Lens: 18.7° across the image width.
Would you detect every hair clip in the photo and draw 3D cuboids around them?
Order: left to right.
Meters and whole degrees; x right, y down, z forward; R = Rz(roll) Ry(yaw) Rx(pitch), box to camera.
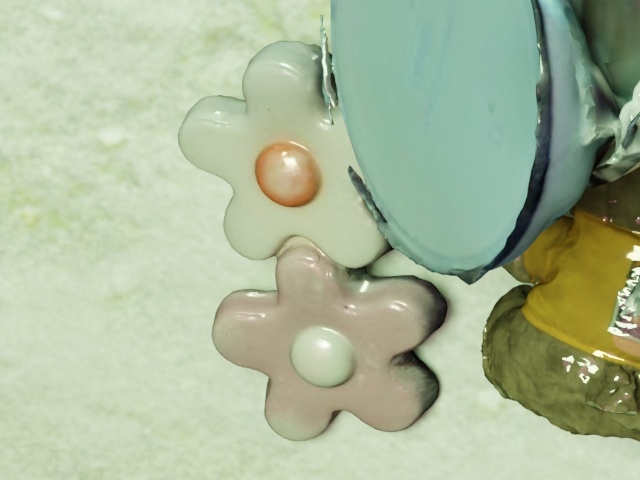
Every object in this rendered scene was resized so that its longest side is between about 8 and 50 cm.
[{"bbox_3d":[-0.001,0.004,1.116,0.146,0.075,0.257,-1,111,11],"label":"hair clip"}]

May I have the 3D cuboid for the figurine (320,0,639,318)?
[{"bbox_3d":[0.228,-0.089,0.878,0.248,0.388,0.277,58,146,38],"label":"figurine"}]

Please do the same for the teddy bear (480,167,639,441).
[{"bbox_3d":[0.173,0.015,1.036,0.177,0.140,0.190,15,102,14],"label":"teddy bear"}]
